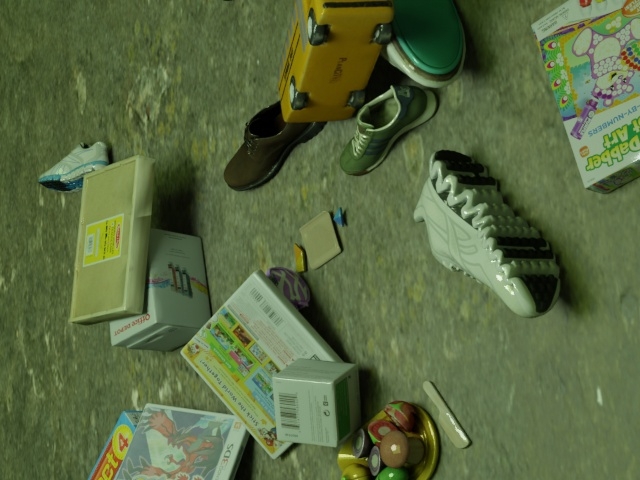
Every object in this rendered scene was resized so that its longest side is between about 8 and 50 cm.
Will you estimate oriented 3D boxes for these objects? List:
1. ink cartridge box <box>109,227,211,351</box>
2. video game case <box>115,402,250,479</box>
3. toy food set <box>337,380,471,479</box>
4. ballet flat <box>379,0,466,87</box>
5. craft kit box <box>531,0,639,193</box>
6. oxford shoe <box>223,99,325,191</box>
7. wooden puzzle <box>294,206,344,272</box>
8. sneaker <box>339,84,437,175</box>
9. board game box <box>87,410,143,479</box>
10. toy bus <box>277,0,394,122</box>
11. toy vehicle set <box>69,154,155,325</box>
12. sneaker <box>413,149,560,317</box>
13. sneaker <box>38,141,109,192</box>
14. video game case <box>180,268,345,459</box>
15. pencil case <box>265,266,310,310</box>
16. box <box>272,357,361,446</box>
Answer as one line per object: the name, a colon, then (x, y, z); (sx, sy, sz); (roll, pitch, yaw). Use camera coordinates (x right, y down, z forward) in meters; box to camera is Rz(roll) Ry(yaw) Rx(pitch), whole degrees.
ink cartridge box: (-0.278, 0.087, 2.024); (0.128, 0.127, 0.176); (-27, 62, 39)
video game case: (-0.224, 0.355, 1.899); (0.201, 0.023, 0.183); (3, 57, 26)
toy food set: (0.091, 0.290, 1.655); (0.218, 0.071, 0.128); (-46, 54, 30)
ballet flat: (0.109, -0.354, 1.736); (0.139, 0.139, 0.400); (-37, 54, 35)
craft kit box: (0.400, -0.220, 1.454); (0.250, 0.061, 0.247); (-32, 64, 37)
oxford shoe: (-0.097, -0.163, 1.914); (0.227, 0.096, 0.083); (-44, 56, 33)
wooden puzzle: (0.000, 0.000, 1.844); (0.116, 0.014, 0.079); (-28, 68, 39)
sneaker: (0.076, -0.167, 1.744); (0.192, 0.086, 0.064); (-39, 57, 34)
board game box: (-0.293, 0.498, 1.994); (0.302, 0.086, 0.308); (44, 113, 40)
toy bus: (0.015, -0.277, 1.687); (0.333, 0.108, 0.130); (113, 152, -66)
toy vehicle set: (-0.351, 0.002, 2.000); (0.166, 0.035, 0.267); (-12, 69, 45)
sneaker: (0.214, 0.008, 1.571); (0.118, 0.110, 0.292); (-60, 39, 29)
sneaker: (-0.475, -0.147, 2.320); (0.190, 0.071, 0.083); (-12, 68, 35)
video game case: (-0.081, 0.191, 1.810); (0.227, 0.026, 0.206); (48, 119, 7)
pencil case: (-0.095, 0.133, 1.865); (0.206, 0.086, 0.088); (-51, 59, 29)
box: (-0.004, 0.233, 1.717); (0.102, 0.087, 0.101); (2, 104, 26)
